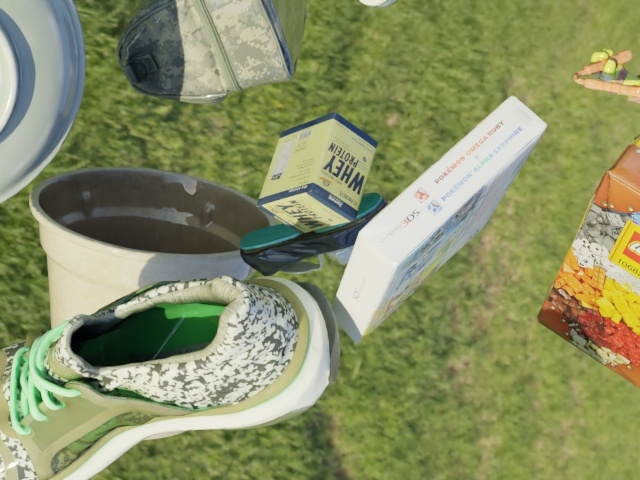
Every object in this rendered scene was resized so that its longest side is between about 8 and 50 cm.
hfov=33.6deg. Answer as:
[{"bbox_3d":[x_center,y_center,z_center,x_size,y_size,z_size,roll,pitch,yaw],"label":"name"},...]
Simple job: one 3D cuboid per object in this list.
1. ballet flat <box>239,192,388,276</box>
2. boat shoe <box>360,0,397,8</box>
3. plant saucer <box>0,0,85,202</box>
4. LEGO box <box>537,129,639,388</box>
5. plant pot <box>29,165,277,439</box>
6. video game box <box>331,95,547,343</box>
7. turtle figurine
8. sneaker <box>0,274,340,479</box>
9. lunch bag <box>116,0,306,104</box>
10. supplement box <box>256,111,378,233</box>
[{"bbox_3d":[0.000,0.000,1.266,0.074,0.203,0.074,44,37,-47],"label":"ballet flat"},{"bbox_3d":[0.162,-0.447,1.458,0.099,0.116,0.320,30,89,-47],"label":"boat shoe"},{"bbox_3d":[-0.460,-0.194,1.210,0.400,0.100,0.401,-10,115,-22],"label":"plant saucer"},{"bbox_3d":[0.554,-0.087,1.520,0.500,0.193,0.372,-46,160,-29],"label":"LEGO box"},{"bbox_3d":[-0.249,0.095,1.482,0.333,0.333,0.306,-20,126,-55],"label":"plant pot"},{"bbox_3d":[0.096,-0.011,0.927,0.187,0.048,0.205,-44,168,-21],"label":"video game box"},{"bbox_3d":[0.375,-0.126,0.995,0.217,0.269,0.087,-55,159,-52],"label":"turtle figurine"},{"bbox_3d":[-0.199,0.104,0.904,0.182,0.410,0.158,50,22,-59],"label":"sneaker"},{"bbox_3d":[-0.172,-0.357,1.643,0.305,0.256,0.213,-84,159,-52],"label":"lunch bag"},{"bbox_3d":[-0.003,-0.060,0.969,0.056,0.083,0.083,32,63,-31],"label":"supplement box"}]
